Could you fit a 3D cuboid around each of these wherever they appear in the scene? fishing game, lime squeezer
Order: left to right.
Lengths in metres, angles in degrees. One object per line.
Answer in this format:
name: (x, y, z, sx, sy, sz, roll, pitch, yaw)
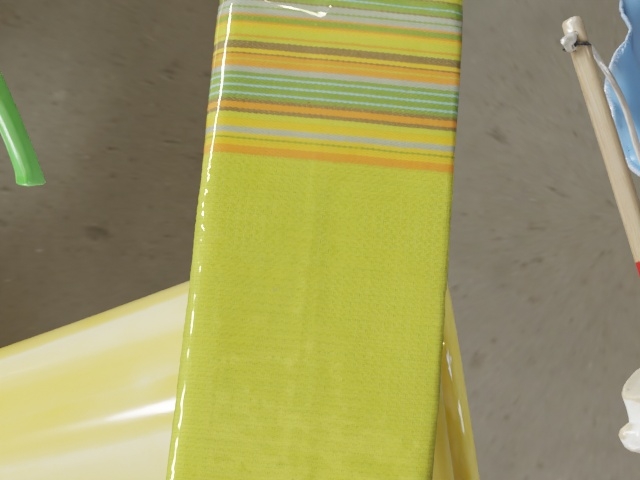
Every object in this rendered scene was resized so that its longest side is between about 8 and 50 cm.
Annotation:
lime squeezer: (-0.204, -0.184, 1.121, 0.059, 0.110, 0.310, 11, 102, 44)
fishing game: (0.154, -0.022, 0.754, 0.041, 0.264, 0.189, -18, 85, 26)

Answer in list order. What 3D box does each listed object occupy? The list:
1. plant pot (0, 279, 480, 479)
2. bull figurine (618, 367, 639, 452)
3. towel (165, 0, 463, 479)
plant pot: (-0.047, 0.123, 0.850, 0.239, 0.254, 0.254, -9, 89, 6)
bull figurine: (0.139, 0.138, 0.555, 0.310, 0.101, 0.188, -45, 113, -21)
towel: (0.000, 0.000, 0.710, 0.102, 0.021, 0.237, 5, 68, 0)
